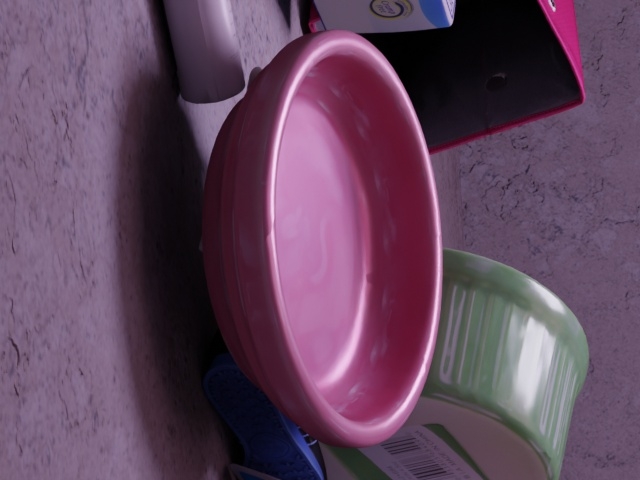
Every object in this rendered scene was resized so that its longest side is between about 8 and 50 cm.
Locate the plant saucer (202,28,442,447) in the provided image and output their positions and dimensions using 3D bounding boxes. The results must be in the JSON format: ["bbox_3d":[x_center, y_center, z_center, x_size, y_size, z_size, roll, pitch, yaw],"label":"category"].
[{"bbox_3d":[0.000,0.000,1.423,0.332,0.084,0.332,19,69,-62],"label":"plant saucer"}]

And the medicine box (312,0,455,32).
[{"bbox_3d":[0.055,-0.406,1.853,0.263,0.149,0.289,61,31,-63],"label":"medicine box"}]

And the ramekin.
[{"bbox_3d":[0.094,0.153,1.665,0.303,0.303,0.148,73,23,-49],"label":"ramekin"}]

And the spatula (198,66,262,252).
[{"bbox_3d":[-0.031,-0.027,1.506,0.242,0.019,0.168,45,52,-59],"label":"spatula"}]

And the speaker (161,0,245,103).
[{"bbox_3d":[-0.096,-0.178,1.401,0.055,0.055,0.136,-77,160,-59],"label":"speaker"}]

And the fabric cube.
[{"bbox_3d":[0.153,-0.294,2.116,0.258,0.259,0.254,-87,152,-43],"label":"fabric cube"}]

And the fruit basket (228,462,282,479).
[{"bbox_3d":[0.108,0.333,1.477,0.165,0.353,0.327,-58,138,-28],"label":"fruit basket"}]

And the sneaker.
[{"bbox_3d":[-0.037,0.146,1.512,0.232,0.081,0.090,73,23,-45],"label":"sneaker"}]
